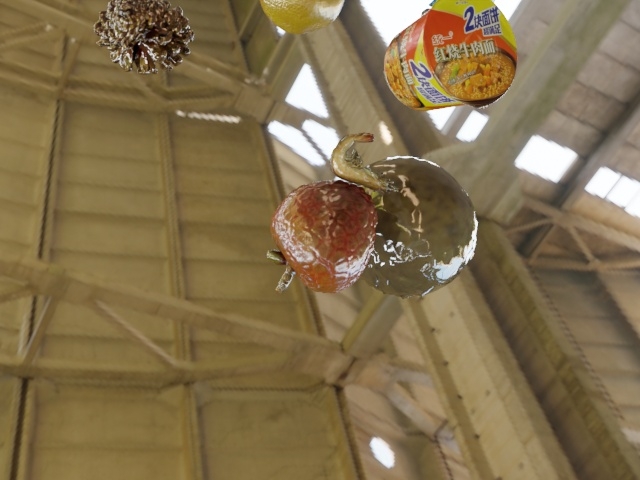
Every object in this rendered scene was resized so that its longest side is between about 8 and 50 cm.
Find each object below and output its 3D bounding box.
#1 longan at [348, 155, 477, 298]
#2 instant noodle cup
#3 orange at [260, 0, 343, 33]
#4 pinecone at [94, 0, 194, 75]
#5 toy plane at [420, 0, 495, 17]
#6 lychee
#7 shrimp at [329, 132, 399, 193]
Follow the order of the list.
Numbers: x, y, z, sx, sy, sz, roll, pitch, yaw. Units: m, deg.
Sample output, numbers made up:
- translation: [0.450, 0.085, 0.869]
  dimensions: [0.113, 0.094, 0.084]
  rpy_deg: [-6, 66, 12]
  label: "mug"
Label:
- translation: [0.222, -0.028, 2.272]
  dimensions: [0.391, 0.391, 0.391]
  rpy_deg: [24, -153, -14]
  label: "longan"
- translation: [0.227, -0.333, 1.581]
  dimensions: [0.213, 0.213, 0.174]
  rpy_deg: [17, 168, -26]
  label: "instant noodle cup"
- translation: [-0.047, -0.626, 2.108]
  dimensions: [0.236, 0.236, 0.236]
  rpy_deg: [24, -153, -14]
  label: "orange"
- translation: [-0.352, -0.417, 1.734]
  dimensions: [0.195, 0.150, 0.179]
  rpy_deg: [-6, -137, -39]
  label: "pinecone"
- translation: [0.295, -0.495, 1.958]
  dimensions: [0.105, 0.271, 0.254]
  rpy_deg: [17, -130, -24]
  label: "toy plane"
- translation: [0.000, 0.000, 1.969]
  dimensions: [0.255, 0.300, 0.255]
  rpy_deg: [40, -157, -21]
  label: "lychee"
- translation: [0.112, -0.180, 1.967]
  dimensions: [0.178, 0.124, 0.034]
  rpy_deg: [20, -172, -4]
  label: "shrimp"
